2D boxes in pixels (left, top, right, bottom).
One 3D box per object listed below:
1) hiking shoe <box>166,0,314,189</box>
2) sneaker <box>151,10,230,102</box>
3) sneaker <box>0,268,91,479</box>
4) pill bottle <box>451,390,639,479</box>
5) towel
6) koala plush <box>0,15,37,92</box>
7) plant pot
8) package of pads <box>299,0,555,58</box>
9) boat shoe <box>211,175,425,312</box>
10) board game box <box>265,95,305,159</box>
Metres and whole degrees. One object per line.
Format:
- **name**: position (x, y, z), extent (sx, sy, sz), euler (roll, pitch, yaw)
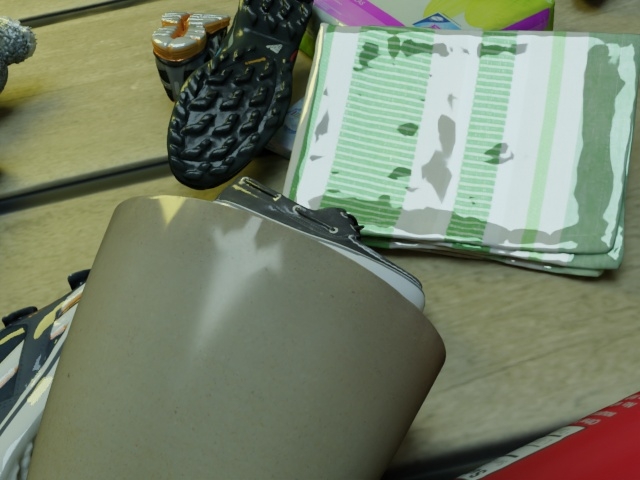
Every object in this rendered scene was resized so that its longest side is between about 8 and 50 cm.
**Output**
- **hiking shoe**: position (-0.084, -0.166, 0.960), extent (0.113, 0.132, 0.304), euler (24, 61, -1)
- **sneaker**: position (-0.165, -0.240, 1.073), extent (0.084, 0.083, 0.215), euler (3, 27, 7)
- **sneaker**: position (-0.198, 0.093, 0.700), extent (0.127, 0.126, 0.321), euler (3, 37, 31)
- **pill bottle**: position (0.177, 0.204, 0.435), extent (0.408, 0.229, 0.229), euler (-22, 45, -11)
- **towel**: position (0.133, -0.100, 0.822), extent (0.325, 0.038, 0.247), euler (6, 74, 17)
- **koala plush**: position (-0.491, -0.236, 1.068), extent (0.221, 0.203, 0.196), euler (25, 54, 17)
- **plant pot**: position (-0.082, 0.154, 0.554), extent (0.257, 0.256, 0.274), euler (13, 65, 23)
- **package of pads**: position (0.111, -0.273, 1.030), extent (0.229, 0.101, 0.296), euler (-28, 47, -16)
- **boat shoe**: position (0.000, 0.000, 0.772), extent (0.229, 0.080, 0.076), euler (21, 64, 24)
- **board game box**: position (-0.010, -0.124, 0.959), extent (0.090, 0.020, 0.090), euler (29, 57, 34)
